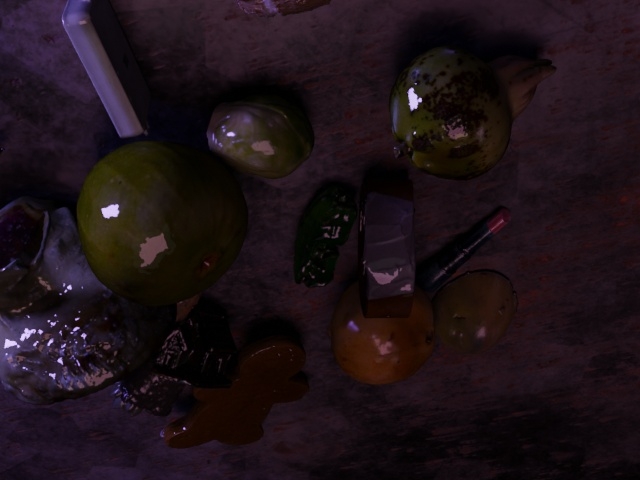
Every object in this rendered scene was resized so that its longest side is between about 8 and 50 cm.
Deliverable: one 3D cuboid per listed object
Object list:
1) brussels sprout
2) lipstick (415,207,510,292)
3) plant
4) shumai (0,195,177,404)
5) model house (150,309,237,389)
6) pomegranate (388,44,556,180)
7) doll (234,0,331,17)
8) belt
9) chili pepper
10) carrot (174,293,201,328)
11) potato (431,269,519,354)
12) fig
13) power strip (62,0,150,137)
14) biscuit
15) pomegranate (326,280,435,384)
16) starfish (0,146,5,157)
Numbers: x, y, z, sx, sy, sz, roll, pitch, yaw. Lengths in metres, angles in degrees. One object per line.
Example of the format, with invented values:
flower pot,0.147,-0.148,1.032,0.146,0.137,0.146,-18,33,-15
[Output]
brussels sprout,-0.098,-0.181,1.749,0.183,0.131,0.145,22,164,-24
lipstick,0.285,0.016,2.013,0.053,0.053,0.234,31,122,-28
plant,-0.370,0.309,2.234,0.132,0.129,0.194,30,124,-28
shumai,-0.498,0.087,1.919,0.395,0.395,0.348,-20,111,18
model house,-0.255,0.218,2.105,0.165,0.106,0.152,11,97,-52
pomegranate,0.250,-0.211,1.665,0.276,0.204,0.222,-4,153,7
doll,-0.031,-0.400,1.552,0.221,0.115,0.105,-12,124,2
belt,0.120,0.016,1.882,0.105,0.184,0.262,2,104,-3
chili pepper,0.002,0.000,1.965,0.099,0.083,0.253,10,138,-8
carrot,-0.304,0.124,2.089,0.102,0.102,0.263,31,120,-28
potato,0.323,0.170,2.118,0.182,0.117,0.202,29,129,-23
fig,-0.294,-0.045,1.778,0.316,0.316,0.316,0,135,0
power strip,-0.337,-0.288,1.643,0.046,0.118,0.270,-11,134,10
biscuit,-0.168,0.331,2.287,0.283,0.064,0.432,5,137,-30
pomegranate,0.126,0.182,2.052,0.233,0.233,0.233,0,135,0
starfish,-0.731,-0.175,1.765,0.303,0.113,0.312,-34,136,32
